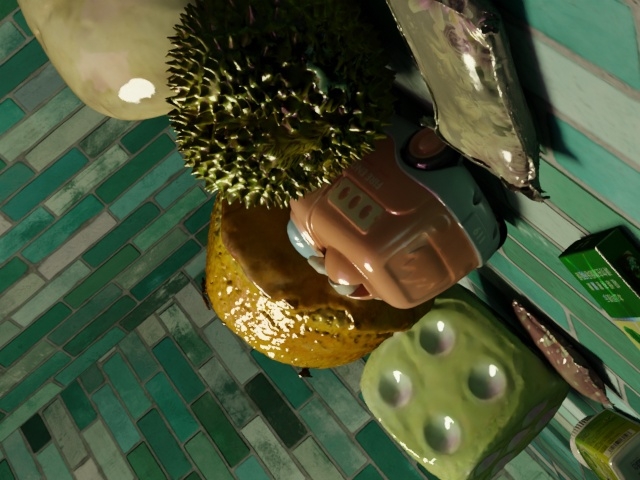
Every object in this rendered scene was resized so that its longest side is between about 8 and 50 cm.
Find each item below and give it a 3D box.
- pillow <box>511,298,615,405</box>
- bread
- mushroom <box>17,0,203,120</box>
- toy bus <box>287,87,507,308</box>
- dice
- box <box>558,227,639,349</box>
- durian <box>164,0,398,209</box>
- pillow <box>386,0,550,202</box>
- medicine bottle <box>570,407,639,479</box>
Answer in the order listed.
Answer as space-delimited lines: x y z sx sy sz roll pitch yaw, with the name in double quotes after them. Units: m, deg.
0.355 0.169 1.373 0.118 0.043 0.185 49 177 -42 "pillow"
0.000 0.000 1.410 0.398 0.215 0.398 20 -140 -18 "bread"
-0.244 -0.329 1.223 0.353 0.325 0.353 29 172 5 "mushroom"
0.081 -0.038 1.164 0.288 0.232 0.194 42 174 47 "toy bus"
0.235 0.238 1.512 0.252 0.250 0.254 45 -172 26 "dice"
0.340 0.090 0.911 0.235 0.034 0.132 49 175 3 "box"
-0.039 -0.179 1.039 0.291 0.291 0.225 51 163 -24 "durian"
0.134 -0.145 0.813 0.169 0.059 0.255 45 172 38 "pillow"
0.461 0.331 1.404 0.132 0.088 0.188 50 175 -9 "medicine bottle"
